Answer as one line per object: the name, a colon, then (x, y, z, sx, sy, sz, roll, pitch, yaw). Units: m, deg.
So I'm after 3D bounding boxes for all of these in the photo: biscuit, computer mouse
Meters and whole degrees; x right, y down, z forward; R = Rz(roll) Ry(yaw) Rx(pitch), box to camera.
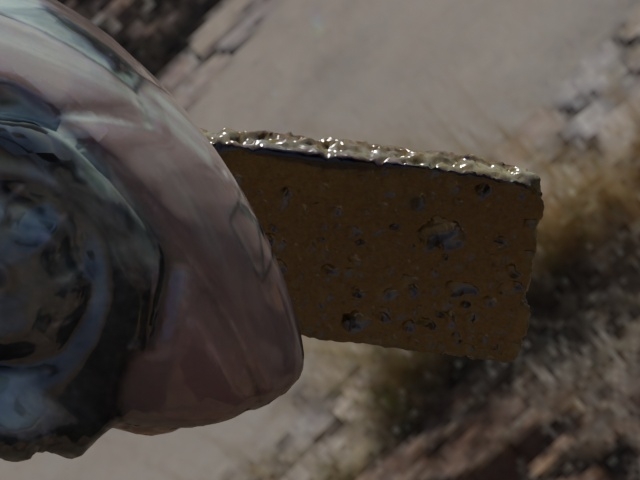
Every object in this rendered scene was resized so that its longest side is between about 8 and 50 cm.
biscuit: (0.000, 0.000, 1.015, 0.231, 0.131, 0.025, 8, 39, 4)
computer mouse: (-0.170, -0.055, 0.648, 0.115, 0.389, 0.199, -60, 11, 16)
